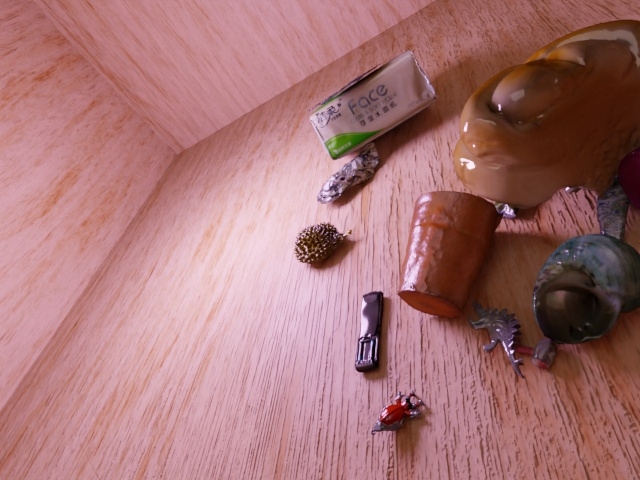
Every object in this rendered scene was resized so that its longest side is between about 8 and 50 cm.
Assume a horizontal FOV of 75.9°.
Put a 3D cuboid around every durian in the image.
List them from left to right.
[{"bbox_3d":[0.000,0.000,1.250,0.208,0.102,0.146,-16,33,25],"label":"durian"}]

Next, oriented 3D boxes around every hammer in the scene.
[{"bbox_3d":[0.367,0.193,0.721,0.052,0.031,0.083,-50,24,-23],"label":"hammer"}]

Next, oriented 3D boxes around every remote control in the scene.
[{"bbox_3d":[0.114,0.204,0.950,0.059,0.028,0.212,-20,37,29],"label":"remote control"}]

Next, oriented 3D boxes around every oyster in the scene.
[{"bbox_3d":[0.096,-0.221,1.443,0.252,0.087,0.199,-29,24,24],"label":"oyster"}]

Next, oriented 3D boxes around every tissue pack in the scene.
[{"bbox_3d":[0.180,-0.486,1.506,0.405,0.205,0.331,-29,12,13],"label":"tissue pack"}]

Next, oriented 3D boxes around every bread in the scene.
[{"bbox_3d":[0.487,-0.249,0.848,0.424,0.245,0.328,-30,56,-3],"label":"bread"}]

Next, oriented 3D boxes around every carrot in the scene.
[{"bbox_3d":[0.273,0.038,0.898,0.196,0.196,0.254,-1,59,44],"label":"carrot"}]

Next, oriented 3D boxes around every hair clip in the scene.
[{"bbox_3d":[0.585,-0.068,0.812,0.066,0.036,0.229,-7,44,49],"label":"hair clip"}]

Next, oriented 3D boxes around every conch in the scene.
[{"bbox_3d":[0.453,0.078,0.690,0.188,0.122,0.175,-22,57,28],"label":"conch"}]

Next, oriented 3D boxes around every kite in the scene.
[{"bbox_3d":[0.083,-0.528,1.422,0.314,0.011,0.335,-21,21,38],"label":"kite"}]

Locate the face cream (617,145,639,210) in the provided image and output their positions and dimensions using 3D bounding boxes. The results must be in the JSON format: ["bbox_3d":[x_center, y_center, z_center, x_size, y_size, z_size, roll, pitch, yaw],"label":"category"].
[{"bbox_3d":[0.656,-0.133,0.693,0.195,0.175,0.175,-35,33,6],"label":"face cream"}]

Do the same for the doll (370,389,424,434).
[{"bbox_3d":[0.139,0.326,0.769,0.114,0.039,0.057,-32,64,-13],"label":"doll"}]

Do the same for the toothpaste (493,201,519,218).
[{"bbox_3d":[0.493,-0.149,0.998,0.248,0.047,0.078,-53,31,-16],"label":"toothpaste"}]

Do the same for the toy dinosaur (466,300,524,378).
[{"bbox_3d":[0.328,0.168,0.754,0.082,0.039,0.209,-27,23,12],"label":"toy dinosaur"}]
